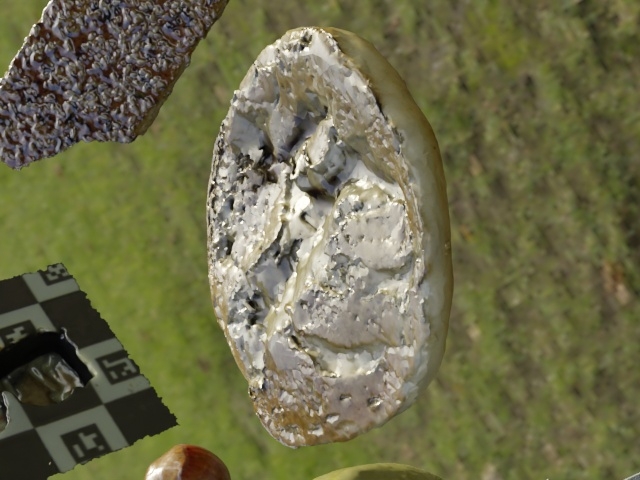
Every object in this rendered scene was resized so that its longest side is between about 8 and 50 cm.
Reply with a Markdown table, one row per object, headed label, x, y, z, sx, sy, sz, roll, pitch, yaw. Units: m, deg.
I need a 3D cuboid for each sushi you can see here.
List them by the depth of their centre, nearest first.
| label | x | y | z | sx | sy | sz | roll | pitch | yaw |
| --- | --- | --- | --- | --- | --- | --- | --- | --- | --- |
| sushi | -0.395 | 0.203 | 1.809 | 0.296 | 0.373 | 0.100 | 48 | 143 | 32 |

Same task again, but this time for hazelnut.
| label | x | y | z | sx | sy | sz | roll | pitch | yaw |
| --- | --- | --- | --- | --- | --- | --- | --- | --- | --- |
| hazelnut | -0.120 | 0.225 | 1.427 | 0.086 | 0.086 | 0.086 | 50 | 160 | 26 |

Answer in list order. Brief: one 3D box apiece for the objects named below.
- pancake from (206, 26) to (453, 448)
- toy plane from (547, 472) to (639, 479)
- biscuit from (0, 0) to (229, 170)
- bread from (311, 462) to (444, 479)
| label | x | y | z | sx | sy | sz | roll | pitch | yaw |
| --- | --- | --- | --- | --- | --- | --- | --- | --- | --- |
| pancake | 0.000 | -0.001 | 1.428 | 0.387 | 0.082 | 0.387 | 7 | 98 | 58 |
| toy plane | 0.280 | 0.361 | 1.584 | 0.101 | 0.251 | 0.255 | 164 | 105 | -66 |
| biscuit | -0.188 | -0.147 | 1.344 | 0.131 | 0.237 | 0.026 | 35 | -172 | 8 |
| bread | 0.049 | 0.376 | 1.543 | 0.320 | 0.237 | 0.320 | 43 | -156 | -25 |
